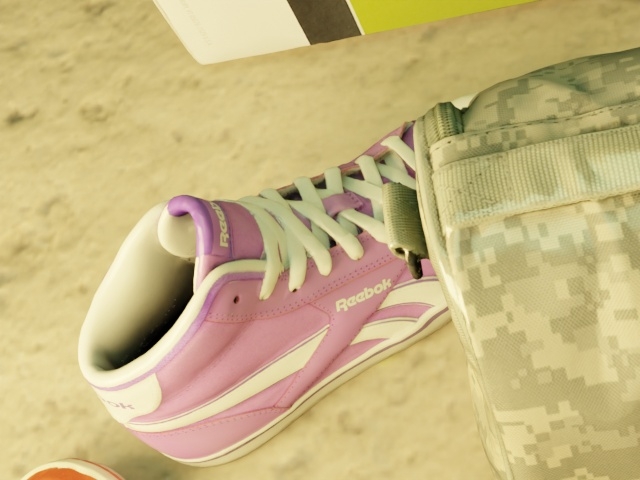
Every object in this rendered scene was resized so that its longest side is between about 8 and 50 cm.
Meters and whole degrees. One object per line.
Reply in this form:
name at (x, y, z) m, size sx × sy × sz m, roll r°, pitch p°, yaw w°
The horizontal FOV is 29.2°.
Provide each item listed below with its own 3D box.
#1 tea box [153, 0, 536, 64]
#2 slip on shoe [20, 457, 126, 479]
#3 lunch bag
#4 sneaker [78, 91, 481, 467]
tea box at (0.037, -0.323, 0.754) m, size 0.323 × 0.220 × 0.329 m, roll -9°, pitch 62°, yaw 13°
slip on shoe at (-0.141, 0.263, 0.591) m, size 0.123 × 0.101 × 0.331 m, roll -4°, pitch 62°, yaw 18°
lunch bag at (0.199, 0.010, 0.513) m, size 0.305 × 0.256 × 0.213 m, roll -12°, pitch 62°, yaw 12°
sneaker at (0.000, 0.001, 0.641) m, size 0.282 × 0.161 × 0.102 m, roll -42°, pitch 58°, yaw -7°
